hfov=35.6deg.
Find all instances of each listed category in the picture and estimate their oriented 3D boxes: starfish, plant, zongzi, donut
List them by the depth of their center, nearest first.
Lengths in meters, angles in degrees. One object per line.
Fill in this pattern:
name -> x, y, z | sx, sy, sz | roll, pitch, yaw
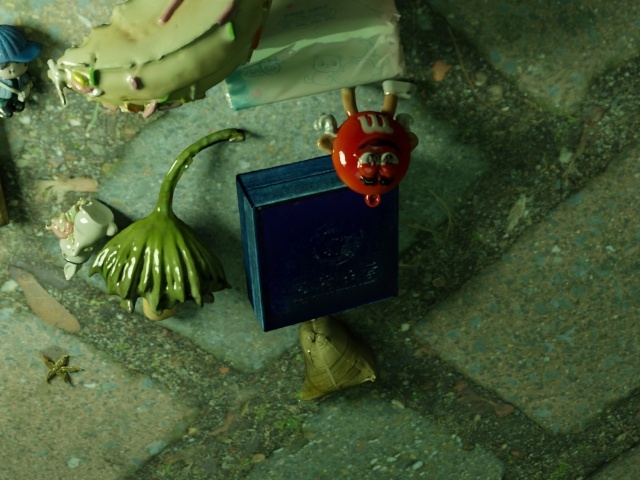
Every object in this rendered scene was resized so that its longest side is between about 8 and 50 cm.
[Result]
donut -> -0.207, -0.347, 1.347 | 0.307, 0.371, 0.150 | -6, 160, 7
plant -> -0.272, -0.041, 1.735 | 0.251, 0.180, 0.333 | 2, 99, -18
starfish -> -0.523, 0.255, 1.973 | 0.086, 0.016, 0.092 | 34, 119, -26
zongzi -> -0.009, 0.241, 1.977 | 0.197, 0.099, 0.194 | -28, 126, 23

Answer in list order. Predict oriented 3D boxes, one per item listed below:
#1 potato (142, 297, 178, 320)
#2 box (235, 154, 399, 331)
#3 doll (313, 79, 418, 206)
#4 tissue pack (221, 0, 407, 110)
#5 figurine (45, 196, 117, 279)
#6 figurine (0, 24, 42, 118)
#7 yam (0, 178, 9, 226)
potato -> -0.300, 0.115, 1.860 | 0.068, 0.062, 0.083 | -34, 167, -10
box -> 0.000, 0.000, 1.742 | 0.261, 0.116, 0.279 | -15, 130, -15
doll -> 0.076, -0.165, 1.610 | 0.183, 0.217, 0.085 | 8, 166, -13
tissue pack -> -0.021, -0.310, 1.478 | 0.271, 0.201, 0.124 | -11, 137, 1
figurine -> -0.428, -0.010, 1.755 | 0.146, 0.081, 0.098 | -43, 77, 29
figurine -> -0.483, -0.265, 1.544 | 0.087, 0.086, 0.149 | 38, 138, 15
yam -> -0.564, -0.147, 1.626 | 0.066, 0.066, 0.299 | -5, 127, -3
